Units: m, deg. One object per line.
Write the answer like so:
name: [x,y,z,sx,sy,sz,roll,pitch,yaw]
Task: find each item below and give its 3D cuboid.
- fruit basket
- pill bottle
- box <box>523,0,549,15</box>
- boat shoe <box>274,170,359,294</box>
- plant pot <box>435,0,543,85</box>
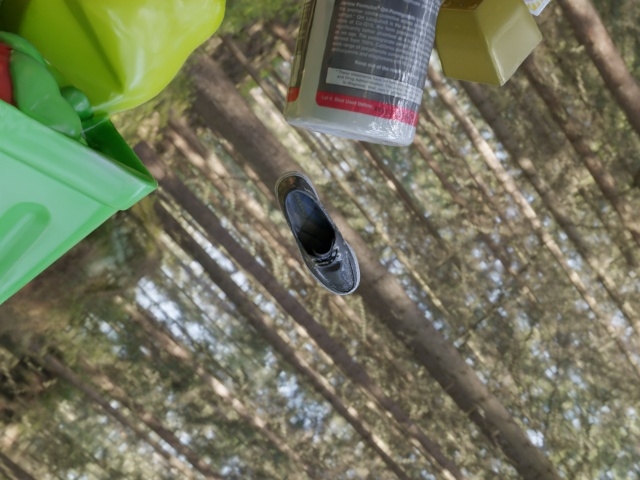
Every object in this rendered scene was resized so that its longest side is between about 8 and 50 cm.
fruit basket: [-0.262,-0.176,0.712,0.392,0.283,0.392,-21,-126,33]
pill bottle: [0.065,-0.291,1.069,0.176,0.176,0.318,20,-80,63]
box: [0.188,-0.358,0.923,0.114,0.203,0.103,124,-18,-53]
boat shoe: [0.000,0.000,1.266,0.080,0.228,0.076,-23,-155,3]
plant pot: [0.167,-0.223,0.862,0.081,0.083,0.081,22,-115,45]
